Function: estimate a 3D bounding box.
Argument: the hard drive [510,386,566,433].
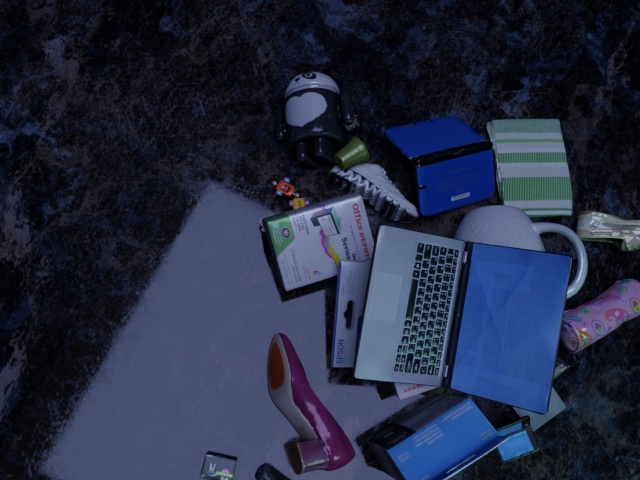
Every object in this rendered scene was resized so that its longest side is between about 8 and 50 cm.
[{"bbox_3d":[0.615,0.470,1.749,0.135,0.022,0.094,-30,81,-13],"label":"hard drive"}]

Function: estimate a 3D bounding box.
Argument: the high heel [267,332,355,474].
[{"bbox_3d":[-0.029,0.429,1.667,0.181,0.127,0.377,1,69,-36],"label":"high heel"}]

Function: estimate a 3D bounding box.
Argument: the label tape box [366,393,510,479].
[{"bbox_3d":[0.278,0.493,1.535,0.249,0.347,0.115,-28,82,-13],"label":"label tape box"}]

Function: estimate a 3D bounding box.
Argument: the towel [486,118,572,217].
[{"bbox_3d":[0.658,-0.228,1.933,0.248,0.038,0.324,-2,74,-8],"label":"towel"}]

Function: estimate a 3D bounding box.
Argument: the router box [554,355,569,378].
[{"bbox_3d":[0.628,0.363,1.758,0.122,0.038,0.092,-32,64,-14],"label":"router box"}]

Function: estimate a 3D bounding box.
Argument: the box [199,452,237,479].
[{"bbox_3d":[-0.264,0.591,1.602,0.083,0.052,0.062,13,75,-2],"label":"box"}]

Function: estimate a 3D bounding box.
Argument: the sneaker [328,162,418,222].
[{"bbox_3d":[0.173,-0.160,1.827,0.292,0.110,0.118,33,65,2],"label":"sneaker"}]

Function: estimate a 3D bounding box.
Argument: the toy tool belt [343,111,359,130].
[{"bbox_3d":[0.084,-0.382,1.905,0.051,0.052,0.083,-29,82,-44],"label":"toy tool belt"}]

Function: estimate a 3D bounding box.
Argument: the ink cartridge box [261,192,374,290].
[{"bbox_3d":[0.000,0.000,1.725,0.278,0.117,0.201,-17,99,-11],"label":"ink cartridge box"}]

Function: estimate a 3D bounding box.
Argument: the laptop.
[{"bbox_3d":[0.332,0.183,1.472,0.408,0.236,0.381,10,88,-22],"label":"laptop"}]

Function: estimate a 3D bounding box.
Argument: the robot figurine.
[{"bbox_3d":[-0.021,-0.358,1.815,0.209,0.173,0.278,0,76,-13],"label":"robot figurine"}]

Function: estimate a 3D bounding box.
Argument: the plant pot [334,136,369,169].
[{"bbox_3d":[0.084,-0.243,1.776,0.079,0.083,0.083,-33,81,-13],"label":"plant pot"}]

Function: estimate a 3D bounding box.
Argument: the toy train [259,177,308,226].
[{"bbox_3d":[-0.105,-0.094,1.806,0.125,0.046,0.166,24,73,6],"label":"toy train"}]

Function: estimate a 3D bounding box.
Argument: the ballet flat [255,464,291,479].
[{"bbox_3d":[-0.096,0.654,1.615,0.173,0.049,0.057,41,30,4],"label":"ballet flat"}]

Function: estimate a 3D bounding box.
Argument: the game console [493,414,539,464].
[{"bbox_3d":[0.529,0.545,1.685,0.122,0.107,0.071,-22,51,1],"label":"game console"}]

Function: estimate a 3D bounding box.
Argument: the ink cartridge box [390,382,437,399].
[{"bbox_3d":[0.244,0.289,1.637,0.160,0.092,0.219,-18,99,-3],"label":"ink cartridge box"}]

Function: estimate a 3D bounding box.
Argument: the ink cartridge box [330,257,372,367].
[{"bbox_3d":[0.188,0.202,1.699,0.307,0.072,0.303,4,98,-4],"label":"ink cartridge box"}]

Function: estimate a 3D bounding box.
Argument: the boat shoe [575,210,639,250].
[{"bbox_3d":[0.928,-0.013,1.872,0.302,0.109,0.098,12,80,3],"label":"boat shoe"}]

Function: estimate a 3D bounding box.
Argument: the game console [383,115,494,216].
[{"bbox_3d":[0.361,-0.232,1.870,0.293,0.173,0.250,-16,108,-25],"label":"game console"}]

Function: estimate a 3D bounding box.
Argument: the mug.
[{"bbox_3d":[0.529,0.075,1.680,0.374,0.276,0.328,-11,68,35],"label":"mug"}]

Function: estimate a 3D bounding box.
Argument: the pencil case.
[{"bbox_3d":[0.811,0.215,1.790,0.284,0.124,0.124,-25,80,-11],"label":"pencil case"}]
